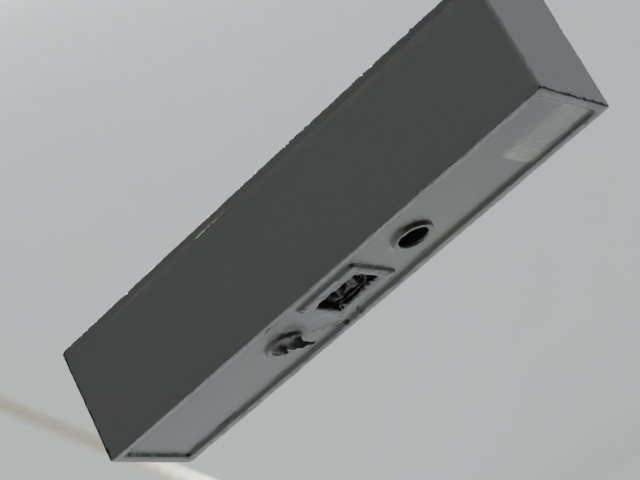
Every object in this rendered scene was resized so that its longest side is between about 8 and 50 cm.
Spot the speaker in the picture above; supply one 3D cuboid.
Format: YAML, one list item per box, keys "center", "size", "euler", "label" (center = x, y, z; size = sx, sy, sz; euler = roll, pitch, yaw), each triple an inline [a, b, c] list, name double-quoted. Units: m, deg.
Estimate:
- center: [0.000, 0.000, 0.611]
  size: [0.191, 0.046, 0.040]
  euler: [-41, -28, 27]
  label: "speaker"
